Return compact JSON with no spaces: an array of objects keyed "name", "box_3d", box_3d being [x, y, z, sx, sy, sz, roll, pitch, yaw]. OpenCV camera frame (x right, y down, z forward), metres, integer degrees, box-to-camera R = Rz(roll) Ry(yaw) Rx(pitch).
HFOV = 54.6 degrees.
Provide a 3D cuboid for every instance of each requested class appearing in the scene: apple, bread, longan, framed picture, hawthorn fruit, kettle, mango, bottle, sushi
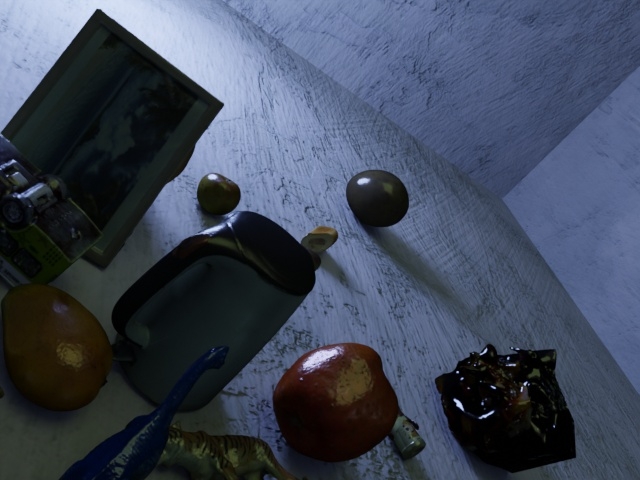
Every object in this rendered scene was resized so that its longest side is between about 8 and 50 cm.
[{"name":"apple","box_3d":[-0.205,-0.095,1.247,0.089,0.074,0.090,34,23,-16]},{"name":"bread","box_3d":[0.000,0.001,1.427,0.062,0.049,0.103,12,19,16]},{"name":"longan","box_3d":[0.155,-0.125,1.752,0.184,0.159,0.204,26,11,-29]},{"name":"framed picture","box_3d":[-0.324,-0.150,0.923,0.232,0.315,0.024,35,-11,-15]},{"name":"hawthorn fruit","box_3d":[0.020,0.236,0.918,0.189,0.189,0.189,34,25,-18]},{"name":"kettle","box_3d":[-0.148,0.085,0.799,0.240,0.255,0.165,13,39,-52]},{"name":"mango","box_3d":[-0.305,0.121,0.720,0.115,0.089,0.165,8,37,-39]},{"name":"bottle","box_3d":[0.139,0.330,1.092,0.063,0.047,0.101,24,27,-55]},{"name":"sushi","box_3d":[0.354,0.331,1.267,0.212,0.215,0.227,24,50,-25]}]

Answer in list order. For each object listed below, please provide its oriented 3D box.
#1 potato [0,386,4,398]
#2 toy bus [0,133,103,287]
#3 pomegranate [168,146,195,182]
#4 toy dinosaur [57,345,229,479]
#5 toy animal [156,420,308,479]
[{"name":"potato","box_3d":[-0.404,0.097,0.540,0.296,0.141,0.191,45,26,0]},{"name":"toy bus","box_3d":[-0.433,-0.065,0.780,0.302,0.139,0.113,46,23,-11]},{"name":"pomegranate","box_3d":[-0.322,-0.190,1.064,0.233,0.233,0.233,34,25,-18]},{"name":"toy dinosaur","box_3d":[-0.200,0.206,0.610,0.075,0.188,0.247,41,24,16]},{"name":"toy animal","box_3d":[-0.108,0.283,0.778,0.241,0.057,0.099,20,32,-40]}]
